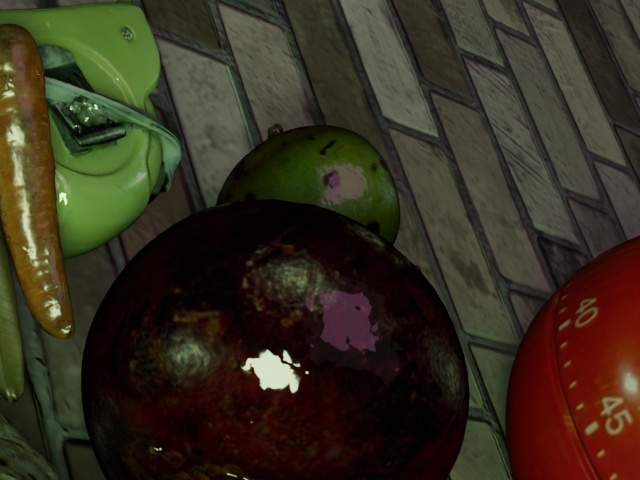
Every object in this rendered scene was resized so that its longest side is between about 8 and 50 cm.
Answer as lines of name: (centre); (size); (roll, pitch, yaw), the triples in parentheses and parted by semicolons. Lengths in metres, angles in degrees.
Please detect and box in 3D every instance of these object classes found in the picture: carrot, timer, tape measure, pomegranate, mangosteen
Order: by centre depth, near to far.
mangosteen: (-0.037, 0.111, 0.999); (0.235, 0.235, 0.261); (39, 42, -24)
carrot: (-0.175, -0.034, 1.017); (0.047, 0.047, 0.191); (-2, 82, -56)
tape measure: (-0.177, -0.077, 1.117); (0.200, 0.106, 0.175); (-8, 70, -51)
pomegranate: (0.002, -0.004, 1.272); (0.169, 0.148, 0.148); (57, 28, -16)
timer: (0.322, 0.174, 1.392); (0.378, 0.279, 0.378); (33, 36, -28)

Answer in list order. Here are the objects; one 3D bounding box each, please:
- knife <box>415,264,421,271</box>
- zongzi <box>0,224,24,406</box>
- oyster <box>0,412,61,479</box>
knife: (0.048, 0.068, 1.377); (0.035, 0.018, 0.247); (49, 28, -1)
zongzi: (-0.283, -0.022, 0.924); (0.251, 0.125, 0.274); (-11, 87, -49)
oyster: (-0.195, 0.149, 0.874); (0.268, 0.112, 0.198); (36, 12, -14)
